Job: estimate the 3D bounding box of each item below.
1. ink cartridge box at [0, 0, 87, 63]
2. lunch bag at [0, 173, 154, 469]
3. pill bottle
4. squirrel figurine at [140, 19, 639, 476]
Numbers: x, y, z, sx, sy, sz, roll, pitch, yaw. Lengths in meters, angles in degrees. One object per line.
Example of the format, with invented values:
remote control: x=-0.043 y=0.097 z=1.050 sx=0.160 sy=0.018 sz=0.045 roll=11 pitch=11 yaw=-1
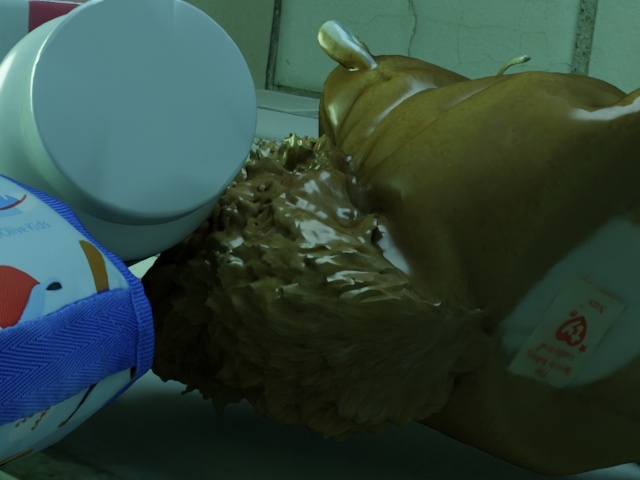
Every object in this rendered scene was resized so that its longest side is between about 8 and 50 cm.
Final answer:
ink cartridge box: x=-0.355 y=-0.059 z=0.896 sx=0.385 sy=0.279 sz=0.160 roll=0 pitch=13 yaw=-30
lunch bag: x=-0.309 y=0.055 z=0.503 sx=0.386 sy=0.238 sz=0.328 roll=4 pitch=8 yaw=20
pill bottle: x=-0.142 y=-0.056 z=0.749 sx=0.153 sy=0.153 sz=0.265 roll=2 pitch=-9 yaw=-24
squirrel figurine: x=0.050 y=-0.025 z=0.848 sx=0.397 sy=0.281 sz=0.370 roll=-15 pitch=33 yaw=-17
